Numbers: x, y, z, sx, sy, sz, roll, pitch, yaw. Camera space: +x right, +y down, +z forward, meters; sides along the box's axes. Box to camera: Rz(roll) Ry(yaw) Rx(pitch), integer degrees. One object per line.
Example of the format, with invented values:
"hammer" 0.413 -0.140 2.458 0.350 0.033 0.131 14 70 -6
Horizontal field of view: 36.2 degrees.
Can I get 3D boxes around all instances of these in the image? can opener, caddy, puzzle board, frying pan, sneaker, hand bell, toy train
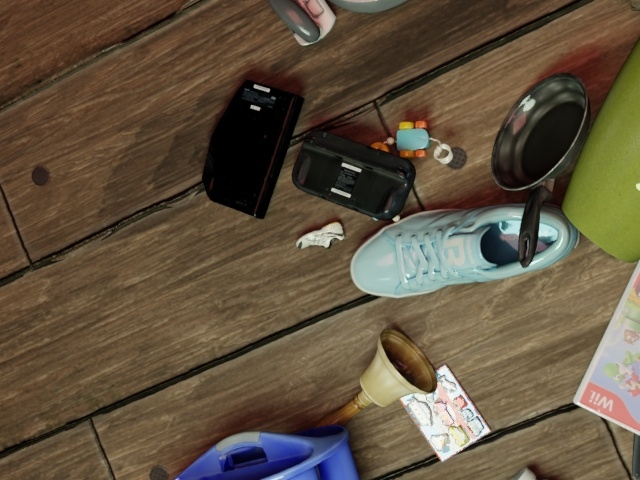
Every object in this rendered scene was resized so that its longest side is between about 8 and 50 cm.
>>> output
"can opener" -0.079 -0.446 1.601 0.076 0.095 0.283 -35 88 10
"caddy" -0.095 0.380 1.512 0.341 0.241 0.179 -20 92 32
"puzzle board" 0.198 0.278 1.572 0.096 0.011 0.128 -36 81 11
"frying pan" 0.338 -0.118 1.421 0.053 0.326 0.197 27 122 -25
"sneaker" 0.000 0.000 1.612 0.083 0.032 0.037 -24 84 13
"sneaker" 0.210 0.006 1.500 0.366 0.150 0.135 -15 85 13
"hand bell" 0.059 0.265 1.573 0.242 0.126 0.126 -45 80 22
"toy train" 0.131 -0.113 1.571 0.166 0.046 0.125 -42 74 13

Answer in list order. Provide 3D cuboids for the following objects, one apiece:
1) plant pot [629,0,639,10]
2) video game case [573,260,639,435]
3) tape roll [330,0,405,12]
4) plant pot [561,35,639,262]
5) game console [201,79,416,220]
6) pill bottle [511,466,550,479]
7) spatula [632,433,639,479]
"plant pot" 0.535 -0.405 1.424 0.165 0.167 0.167 0 90 21
"video game case" 0.532 0.160 1.465 0.204 0.025 0.285 25 92 19
"tape roll" 0.077 -0.481 1.572 0.219 0.072 0.219 0 88 12
"plant pot" 0.490 -0.121 1.398 0.275 0.275 0.293 40 114 11
"game console" -0.024 -0.118 1.587 0.361 0.044 0.213 21 95 24
"pill bottle" 0.350 0.423 1.495 0.152 0.086 0.086 43 99 10
"spatula" 0.484 0.384 1.489 0.084 0.030 0.296 4 87 19
